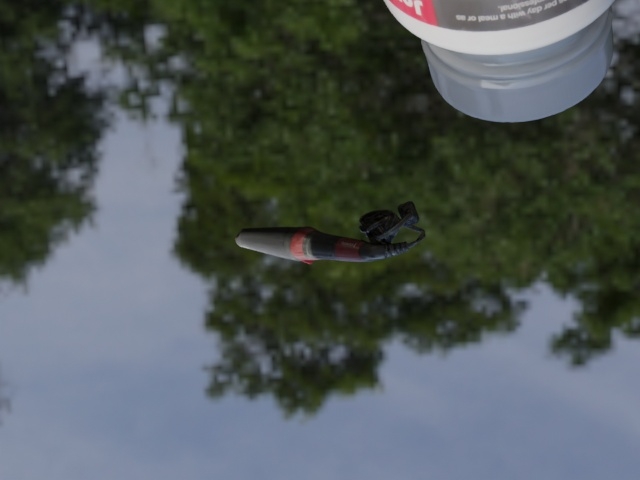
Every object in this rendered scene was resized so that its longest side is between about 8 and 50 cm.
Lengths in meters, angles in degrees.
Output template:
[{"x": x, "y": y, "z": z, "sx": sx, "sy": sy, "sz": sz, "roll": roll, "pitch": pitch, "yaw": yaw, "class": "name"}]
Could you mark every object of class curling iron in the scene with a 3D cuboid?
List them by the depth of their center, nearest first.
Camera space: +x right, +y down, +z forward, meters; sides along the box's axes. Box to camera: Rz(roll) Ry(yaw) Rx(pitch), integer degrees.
[{"x": 0.000, "y": 0.000, "z": 1.519, "sx": 0.068, "sy": 0.035, "sz": 0.274, "roll": -26, "pitch": -169, "yaw": -30, "class": "curling iron"}]

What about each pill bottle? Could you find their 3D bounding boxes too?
[{"x": 0.109, "y": -0.232, "z": 1.124, "sx": 0.176, "sy": 0.318, "sz": 0.176, "roll": -8, "pitch": -133, "yaw": 9, "class": "pill bottle"}]
